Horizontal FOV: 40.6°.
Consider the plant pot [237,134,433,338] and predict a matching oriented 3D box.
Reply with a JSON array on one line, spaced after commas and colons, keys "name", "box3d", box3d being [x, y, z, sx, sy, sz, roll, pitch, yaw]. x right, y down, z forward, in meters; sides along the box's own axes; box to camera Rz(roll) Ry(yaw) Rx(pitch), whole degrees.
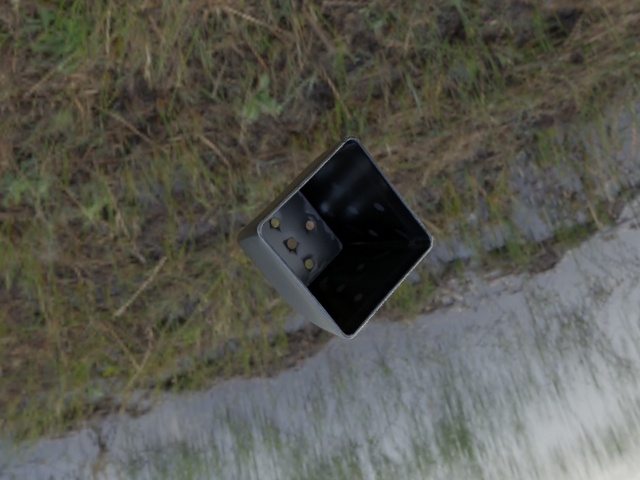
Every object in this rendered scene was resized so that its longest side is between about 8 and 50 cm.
[{"name": "plant pot", "box3d": [0.000, 0.000, 1.148, 0.187, 0.188, 0.167, -46, -163, -23]}]
